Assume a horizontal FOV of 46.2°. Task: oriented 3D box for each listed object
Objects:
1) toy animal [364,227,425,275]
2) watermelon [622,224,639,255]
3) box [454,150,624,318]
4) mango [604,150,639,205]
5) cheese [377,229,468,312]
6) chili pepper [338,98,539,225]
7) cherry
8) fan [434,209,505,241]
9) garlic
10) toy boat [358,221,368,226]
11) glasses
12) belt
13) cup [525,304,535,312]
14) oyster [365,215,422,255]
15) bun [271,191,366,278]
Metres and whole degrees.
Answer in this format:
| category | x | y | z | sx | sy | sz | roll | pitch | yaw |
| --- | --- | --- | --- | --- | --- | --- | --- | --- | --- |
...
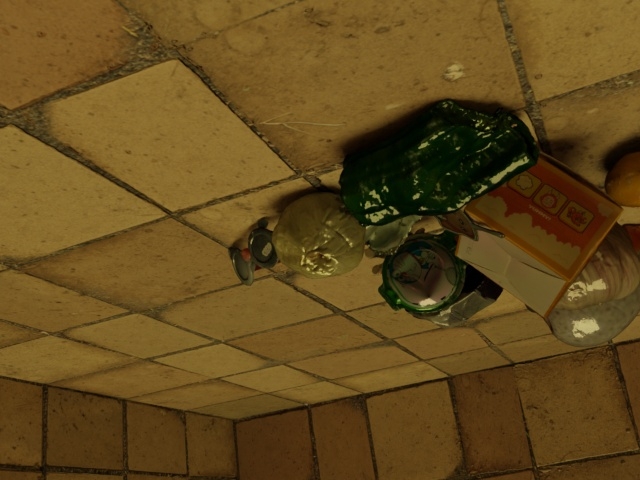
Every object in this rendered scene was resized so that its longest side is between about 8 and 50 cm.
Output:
| category | x | y | z | sx | sy | sz | roll | pitch | yaw |
| --- | --- | --- | --- | --- | --- | --- | --- | --- | --- |
| toy animal | 0.243 | 0.037 | 1.968 | 0.183 | 0.104 | 0.185 | -32 | 144 | 29 |
| watermelon | 0.866 | -0.001 | 2.091 | 0.125 | 0.135 | 0.094 | -14 | 121 | 23 |
| box | 0.462 | -0.017 | 1.625 | 0.214 | 0.259 | 0.283 | -51 | 162 | -12 |
| mango | 0.733 | -0.129 | 1.681 | 0.176 | 0.119 | 0.316 | -15 | 166 | 27 |
| cheese | 0.284 | 0.050 | 1.826 | 0.320 | 0.204 | 0.083 | -38 | 161 | -5 |
| chili pepper | 0.217 | -0.135 | 1.439 | 0.384 | 0.168 | 0.213 | -19 | 158 | 21 |
| cherry | 0.784 | 0.161 | 2.207 | 0.335 | 0.291 | 0.326 | -32 | 166 | 39 |
| fan | 0.297 | -0.037 | 1.544 | 0.220 | 0.009 | 0.132 | 27 | 162 | 52 |
| garlic | 0.631 | 0.037 | 1.877 | 0.317 | 0.317 | 0.259 | -21 | 117 | 30 |
| toy boat | 0.162 | -0.100 | 1.610 | 0.210 | 0.052 | 0.104 | -19 | 116 | -2 |
| glasses | -0.080 | 0.011 | 1.880 | 0.268 | 0.118 | 0.234 | -17 | 165 | -37 |
| belt | 0.372 | 0.126 | 2.069 | 0.289 | 0.184 | 0.164 | -36 | 145 | 21 |
| cup | 0.733 | 0.190 | 2.543 | 0.100 | 0.078 | 0.077 | -46 | 145 | 4 |
| oyster | 0.155 | -0.037 | 1.764 | 0.199 | 0.087 | 0.252 | -4 | 152 | 17 |
| bun | 0.000 | 0.000 | 1.667 | 0.220 | 0.134 | 0.221 | -3 | 128 | -4 |
